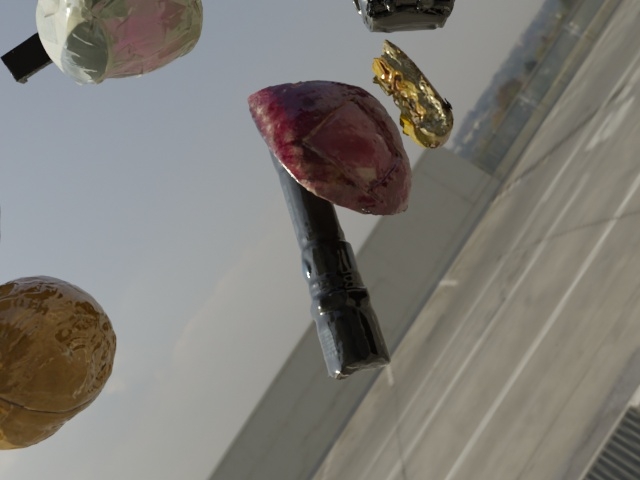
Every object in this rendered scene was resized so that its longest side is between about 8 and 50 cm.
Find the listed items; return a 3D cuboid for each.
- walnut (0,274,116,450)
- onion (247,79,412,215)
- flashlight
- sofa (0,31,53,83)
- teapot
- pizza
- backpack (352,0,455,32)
[{"bbox_3d":[-0.293,0.117,0.842,0.165,0.165,0.197,-59,6,18],"label":"walnut"},{"bbox_3d":[0.045,-0.152,1.233,0.250,0.247,0.111,5,-48,-44],"label":"onion"},{"bbox_3d":[0.000,0.000,1.271,0.103,0.423,0.103,-16,-16,-5],"label":"flashlight"},{"bbox_3d":[-0.530,-0.348,1.568,0.118,0.060,0.039,-32,0,5],"label":"sofa"},{"bbox_3d":[-0.234,-0.279,1.004,0.222,0.163,0.178,-25,16,46],"label":"teapot"},{"bbox_3d":[0.114,-0.184,1.076,0.063,0.161,0.182,-28,25,3],"label":"pizza"},{"bbox_3d":[0.155,-0.487,1.498,0.133,0.206,0.258,-96,5,-50],"label":"backpack"}]
